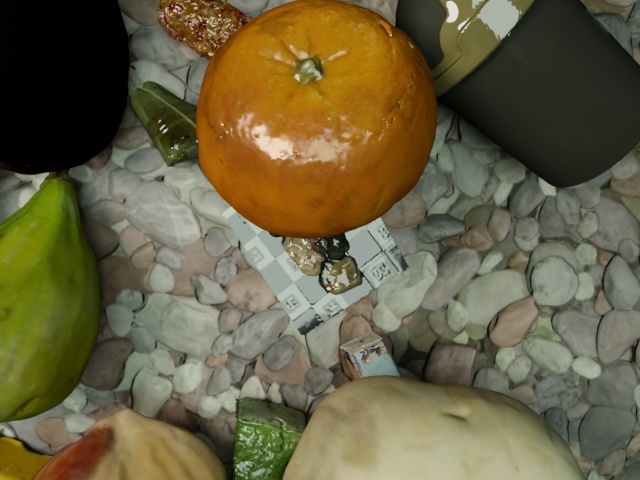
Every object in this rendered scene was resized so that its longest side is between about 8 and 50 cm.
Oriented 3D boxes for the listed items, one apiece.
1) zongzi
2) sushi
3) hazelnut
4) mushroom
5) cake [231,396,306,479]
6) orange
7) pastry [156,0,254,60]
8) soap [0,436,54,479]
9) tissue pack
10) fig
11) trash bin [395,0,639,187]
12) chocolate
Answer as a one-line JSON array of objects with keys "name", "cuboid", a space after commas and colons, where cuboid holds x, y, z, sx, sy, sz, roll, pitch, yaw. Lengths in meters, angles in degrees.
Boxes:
[{"name": "zongzi", "cuboid": [-0.183, -0.184, 0.725, 0.130, 0.062, 0.154, -30, 80, -25]}, {"name": "sushi", "cuboid": [0.000, 0.000, 0.744, 0.192, 0.050, 0.215, -33, 97, -3]}, {"name": "hazelnut", "cuboid": [-0.237, 0.329, 0.643, 0.260, 0.261, 0.241, -9, 69, -5]}, {"name": "mushroom", "cuboid": [0.121, 0.304, 0.619, 0.353, 0.353, 0.325, -23, 107, -4]}, {"name": "cake", "cuboid": [-0.079, 0.340, 0.734, 0.099, 0.100, 0.236, 6, 93, -6]}, {"name": "orange", "cuboid": [-0.006, -0.136, 0.633, 0.283, 0.226, 0.284, -3, 66, 7]}, {"name": "pastry", "cuboid": [-0.135, -0.279, 0.705, 0.169, 0.063, 0.087, 21, 89, -6]}, {"name": "soap", "cuboid": [-0.498, 0.405, 0.696, 0.204, 0.096, 0.325, 25, 91, -7]}, {"name": "tissue pack", "cuboid": [0.077, 0.183, 0.755, 0.058, 0.074, 0.095, -27, 95, -10]}, {"name": "fig", "cuboid": [-0.364, 0.065, 0.622, 0.233, 0.233, 0.314, 21, 97, -7]}, {"name": "trash bin", "cuboid": [0.238, -0.233, 0.679, 0.333, 0.214, 0.214, 36, 90, -15]}, {"name": "chocolate", "cuboid": [-0.367, -0.207, 0.588, 0.186, 0.283, 0.284, 6, 93, 16]}]
